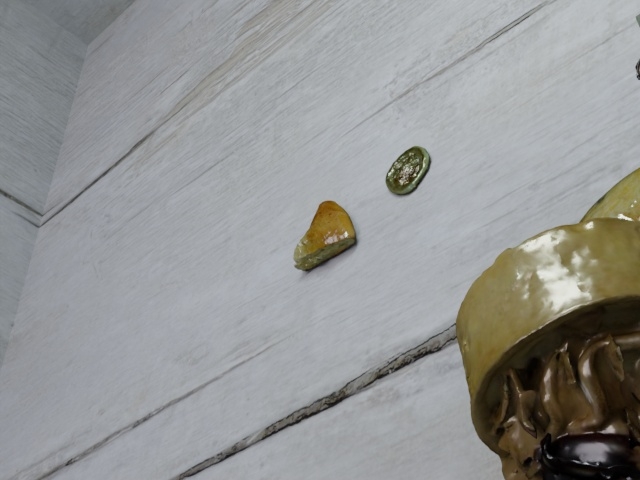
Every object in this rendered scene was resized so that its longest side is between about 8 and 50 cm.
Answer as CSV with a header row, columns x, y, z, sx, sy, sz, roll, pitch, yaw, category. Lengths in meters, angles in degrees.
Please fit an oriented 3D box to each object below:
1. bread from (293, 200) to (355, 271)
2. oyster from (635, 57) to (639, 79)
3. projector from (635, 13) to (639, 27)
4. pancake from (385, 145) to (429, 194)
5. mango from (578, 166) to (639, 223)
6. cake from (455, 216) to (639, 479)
x,y,z,sx,sy,sz,roll,pitch,yaw,category
0.018,-0.010,2.049,0.136,0.054,0.154,7,70,53,bread
0.533,-0.225,1.455,0.166,0.094,0.294,-44,51,49,oyster
0.533,-0.319,1.600,0.082,0.083,0.083,-36,36,28,projector
0.163,-0.132,1.997,0.108,0.017,0.108,-30,43,34,pancake
0.444,-0.019,1.359,0.329,0.176,0.176,-41,66,24,mango
0.327,0.186,1.191,0.332,0.332,0.321,-39,37,26,cake
